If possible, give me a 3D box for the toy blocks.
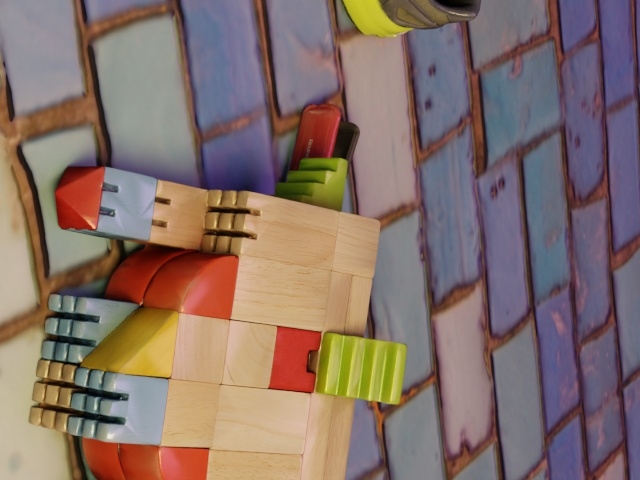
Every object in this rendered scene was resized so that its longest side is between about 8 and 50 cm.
[{"bbox_3d":[-0.096,0.104,1.145,0.261,0.191,0.381,11,85,-43],"label":"toy blocks"}]

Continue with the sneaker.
[{"bbox_3d":[0.054,-0.297,1.316,0.300,0.121,0.111,53,53,-44],"label":"sneaker"}]

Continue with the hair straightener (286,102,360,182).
[{"bbox_3d":[0.000,0.000,1.340,0.089,0.047,0.230,32,63,-57],"label":"hair straightener"}]
